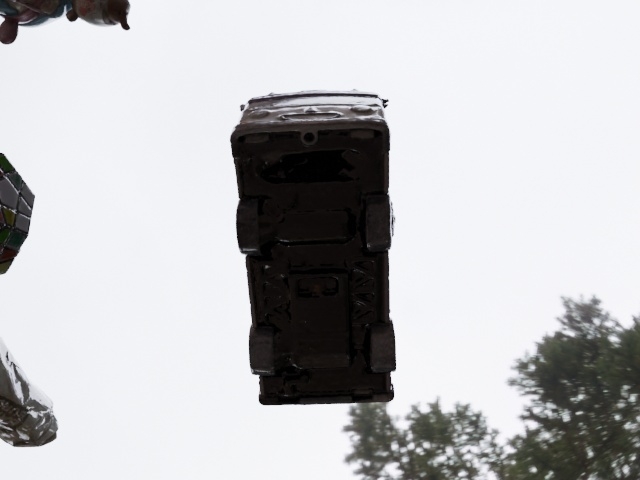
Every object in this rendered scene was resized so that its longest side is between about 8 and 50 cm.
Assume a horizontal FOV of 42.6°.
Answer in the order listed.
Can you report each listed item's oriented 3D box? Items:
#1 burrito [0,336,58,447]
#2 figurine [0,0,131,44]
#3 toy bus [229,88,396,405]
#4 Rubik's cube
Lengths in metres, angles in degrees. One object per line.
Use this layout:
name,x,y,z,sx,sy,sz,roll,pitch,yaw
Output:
burrito,-0.515,0.151,1.176,0.139,0.445,0.101,26,-122,35
figurine,-0.250,-0.302,0.869,0.260,0.103,0.205,-31,-89,19
toy bus,0.000,0.000,1.170,0.210,0.249,0.439,-2,-59,3
Rubik's cube,-0.269,-0.020,0.610,0.093,0.111,0.111,-18,-107,17
